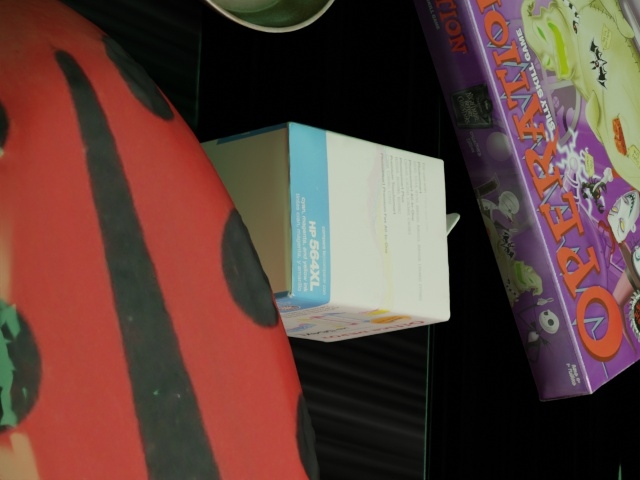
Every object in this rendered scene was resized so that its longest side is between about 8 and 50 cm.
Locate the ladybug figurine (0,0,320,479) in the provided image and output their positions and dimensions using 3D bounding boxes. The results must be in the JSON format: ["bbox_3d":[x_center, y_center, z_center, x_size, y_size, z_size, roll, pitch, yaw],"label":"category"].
[{"bbox_3d":[-0.119,0.079,0.809,0.305,0.162,0.449,-23,98,-49],"label":"ladybug figurine"}]

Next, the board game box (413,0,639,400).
[{"bbox_3d":[0.158,-0.094,1.260,0.208,0.056,0.346,-26,101,-44],"label":"board game box"}]

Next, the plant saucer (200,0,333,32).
[{"bbox_3d":[-0.047,-0.193,1.061,0.168,0.029,0.168,15,70,-47],"label":"plant saucer"}]

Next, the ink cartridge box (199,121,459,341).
[{"bbox_3d":[0.000,0.000,1.018,0.143,0.092,0.089,11,73,-46],"label":"ink cartridge box"}]
